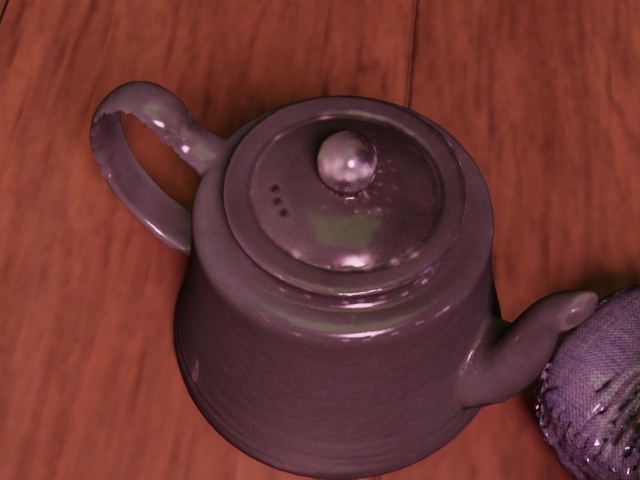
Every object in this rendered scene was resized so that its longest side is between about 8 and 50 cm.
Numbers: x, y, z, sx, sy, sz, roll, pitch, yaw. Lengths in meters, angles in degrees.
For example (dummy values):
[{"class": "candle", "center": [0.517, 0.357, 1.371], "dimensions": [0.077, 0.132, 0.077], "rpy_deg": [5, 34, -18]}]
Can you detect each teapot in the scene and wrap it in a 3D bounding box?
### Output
[{"class": "teapot", "center": [0.000, 0.000, 0.483], "dimensions": [0.239, 0.149, 0.162], "rpy_deg": [26, 61, 15]}]

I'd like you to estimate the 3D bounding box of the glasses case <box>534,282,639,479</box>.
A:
[{"class": "glasses case", "center": [0.211, 0.128, 0.449], "dimensions": [0.109, 0.067, 0.282], "rpy_deg": [-37, 63, -17]}]
